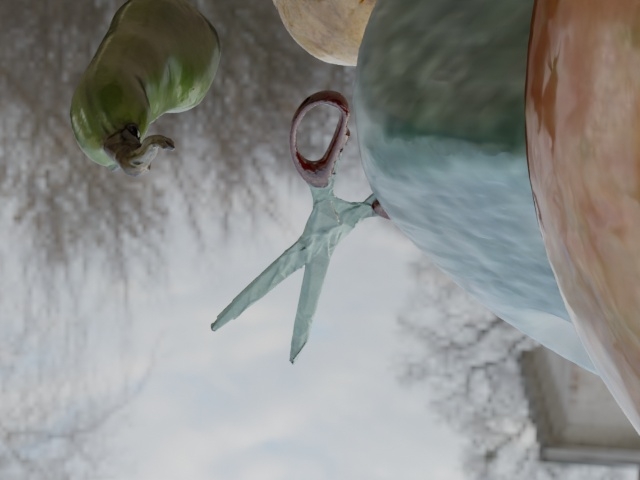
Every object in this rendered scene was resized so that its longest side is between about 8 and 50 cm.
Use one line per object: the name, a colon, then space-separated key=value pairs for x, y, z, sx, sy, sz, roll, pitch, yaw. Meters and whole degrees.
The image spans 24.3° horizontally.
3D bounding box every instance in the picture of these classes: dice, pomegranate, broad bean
dice: x=0.250 y=-0.093 z=0.952 sx=0.330 sy=0.328 sz=0.348 roll=41 pitch=165 yaw=-32
pomegranate: x=0.045 y=-0.287 z=1.592 sx=0.207 sy=0.207 sz=0.207 roll=1 pitch=-170 yaw=0
broad bean: x=-0.107 y=-0.099 z=0.914 sx=0.075 sy=0.067 sz=0.325 roll=24 pitch=-157 yaw=-5

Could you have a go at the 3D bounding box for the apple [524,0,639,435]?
apple: x=0.267 y=-0.050 z=0.421 sx=0.392 sy=0.391 sz=0.346 roll=7 pitch=-162 yaw=29

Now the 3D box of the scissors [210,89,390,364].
scissors: x=0.000 y=0.000 z=1.212 sx=0.144 sy=0.247 sz=0.017 roll=24 pitch=-151 yaw=-14
